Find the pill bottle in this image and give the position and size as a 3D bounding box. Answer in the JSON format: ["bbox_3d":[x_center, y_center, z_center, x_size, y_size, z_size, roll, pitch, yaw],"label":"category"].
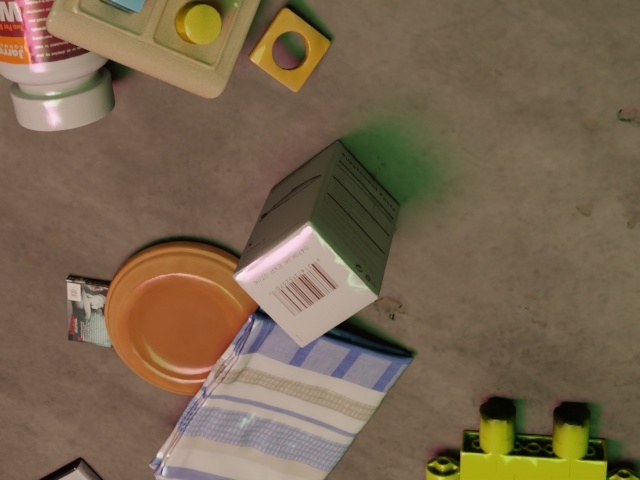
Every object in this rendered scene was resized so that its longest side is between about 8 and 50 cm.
[{"bbox_3d":[-0.267,-0.226,1.158,0.121,0.121,0.221,0,119,11],"label":"pill bottle"}]

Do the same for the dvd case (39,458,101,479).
[{"bbox_3d":[-0.302,0.414,1.588,0.180,0.022,0.253,-31,110,24],"label":"dvd case"}]

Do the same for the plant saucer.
[{"bbox_3d":[-0.150,0.097,1.355,0.199,0.037,0.200,3,117,6],"label":"plant saucer"}]

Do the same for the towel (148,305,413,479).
[{"bbox_3d":[-0.048,0.204,1.381,0.209,0.034,0.285,20,123,-22],"label":"towel"}]

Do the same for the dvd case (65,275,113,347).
[{"bbox_3d":[-0.237,0.088,1.394,0.119,0.013,0.087,7,120,5],"label":"dvd case"}]

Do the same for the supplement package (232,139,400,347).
[{"bbox_3d":[0.000,0.000,1.201,0.105,0.179,0.105,-36,108,26],"label":"supplement package"}]

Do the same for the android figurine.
[{"bbox_3d":[0.247,0.310,1.405,0.248,0.056,0.273,3,118,9],"label":"android figurine"}]

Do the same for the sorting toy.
[{"bbox_3d":[-0.131,-0.245,1.095,0.347,0.047,0.196,20,99,-26],"label":"sorting toy"}]
